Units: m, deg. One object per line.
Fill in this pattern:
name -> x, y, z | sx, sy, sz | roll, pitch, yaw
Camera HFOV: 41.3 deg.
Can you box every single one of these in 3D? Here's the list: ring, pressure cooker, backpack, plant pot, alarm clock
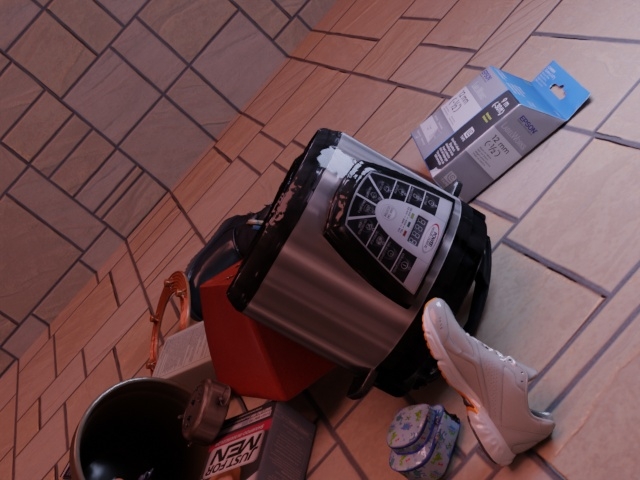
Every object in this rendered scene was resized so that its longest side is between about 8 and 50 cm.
ring -> -0.422, 0.246, 2.313 | 0.336, 0.032, 0.336 | -36, 48, 55
pressure cooker -> 0.094, 0.043, 1.482 | 0.369, 0.421, 0.375 | -58, 6, 22
backpack -> 0.156, 0.321, 1.350 | 0.105, 0.084, 0.114 | -24, 36, 47
plant pot -> -0.394, 0.488, 1.803 | 0.280, 0.323, 0.323 | -45, 19, 48
plant pot -> -0.090, 0.148, 1.723 | 0.267, 0.235, 0.267 | -33, 14, -32
alarm clock -> -0.223, 0.334, 1.691 | 0.192, 0.064, 0.129 | -41, 31, 46

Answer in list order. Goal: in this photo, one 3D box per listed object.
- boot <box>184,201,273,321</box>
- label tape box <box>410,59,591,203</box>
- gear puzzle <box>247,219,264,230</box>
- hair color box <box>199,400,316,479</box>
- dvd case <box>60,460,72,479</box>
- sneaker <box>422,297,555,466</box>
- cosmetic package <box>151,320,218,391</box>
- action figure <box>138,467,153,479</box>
boot -> -0.153, 0.025, 2.265 | 0.445, 0.146, 0.367 | -16, 41, 43
label tape box -> 0.375, -0.264, 1.822 | 0.348, 0.115, 0.249 | -42, 25, 17
gear puzzle -> 0.000, 0.000, 1.849 | 0.176, 0.339, 0.044 | 5, 87, 37
hair color box -> -0.144, 0.493, 1.560 | 0.185, 0.114, 0.374 | -29, 31, 36
dvd case -> -0.633, 0.589, 2.352 | 0.221, 0.018, 0.164 | -15, 41, 50
sneaker -> 0.249, 0.190, 1.253 | 0.121, 0.262, 0.099 | -31, -9, 13
cosmetic package -> -0.241, 0.265, 1.984 | 0.310, 0.113, 0.160 | -24, 34, 31
action figure -> -0.249, 0.491, 1.439 | 0.276, 0.141, 0.164 | 1, 54, 39
